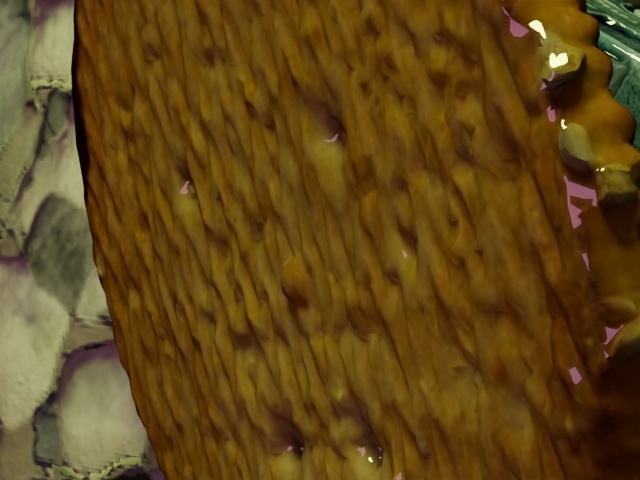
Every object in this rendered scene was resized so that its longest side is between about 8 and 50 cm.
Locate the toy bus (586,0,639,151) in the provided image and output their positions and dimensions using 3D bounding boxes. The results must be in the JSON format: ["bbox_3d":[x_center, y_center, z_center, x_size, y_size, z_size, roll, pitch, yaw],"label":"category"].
[{"bbox_3d":[0.098,-0.023,0.417,0.166,0.065,0.047,38,115,37],"label":"toy bus"}]

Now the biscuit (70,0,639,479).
[{"bbox_3d":[0.000,0.000,0.474,0.305,0.038,0.305,34,130,52],"label":"biscuit"}]
